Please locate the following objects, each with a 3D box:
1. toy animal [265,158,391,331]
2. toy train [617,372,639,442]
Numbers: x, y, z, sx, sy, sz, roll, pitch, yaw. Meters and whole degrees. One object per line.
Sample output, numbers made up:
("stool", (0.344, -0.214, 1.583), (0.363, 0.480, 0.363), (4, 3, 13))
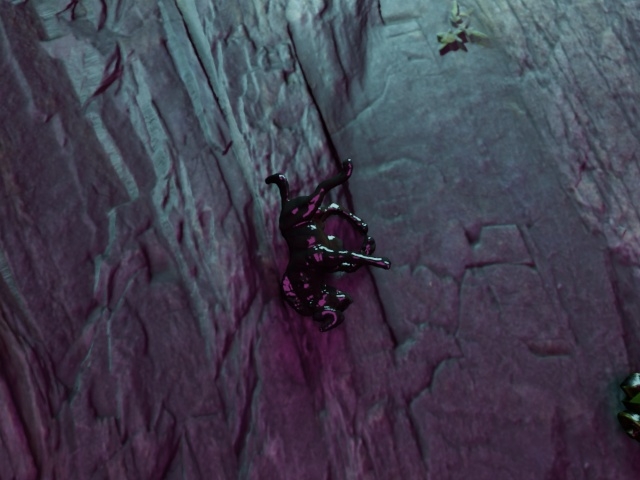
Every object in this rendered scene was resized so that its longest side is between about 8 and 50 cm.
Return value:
("toy animal", (0.000, 0.000, 0.633), (0.148, 0.084, 0.232), (-20, 81, -4))
("toy train", (0.458, 0.256, 0.545), (0.090, 0.137, 0.225), (-34, 78, -8))
